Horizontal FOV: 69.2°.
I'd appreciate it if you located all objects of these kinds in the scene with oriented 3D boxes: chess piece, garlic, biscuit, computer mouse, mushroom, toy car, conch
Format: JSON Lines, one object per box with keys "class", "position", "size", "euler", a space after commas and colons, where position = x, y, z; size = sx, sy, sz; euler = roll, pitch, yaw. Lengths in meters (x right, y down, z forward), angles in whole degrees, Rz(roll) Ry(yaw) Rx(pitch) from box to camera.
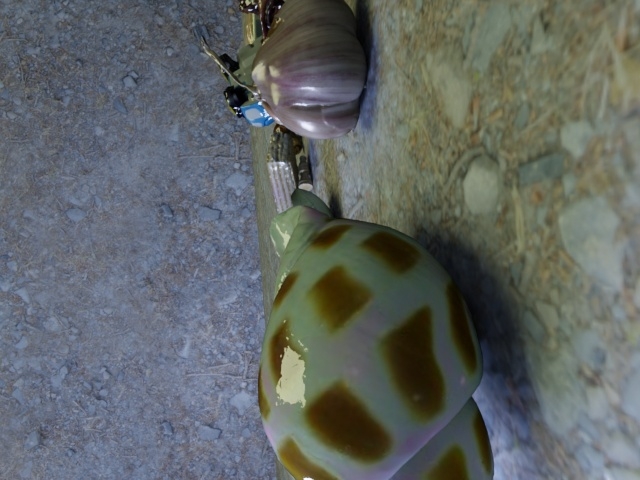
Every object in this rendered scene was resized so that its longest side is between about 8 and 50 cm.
{"class": "chess piece", "position": [-0.039, -0.167, 1.129], "size": [0.035, 0.035, 0.092], "euler": [109, 158, -62]}
{"class": "garlic", "position": [-0.041, -0.263, 0.721], "size": [0.207, 0.257, 0.207], "euler": [-45, -35, -46]}
{"class": "biscuit", "position": [-0.083, -0.147, 1.142], "size": [0.238, 0.062, 0.108], "euler": [83, -173, -54]}
{"class": "computer mouse", "position": [0.005, -0.003, 0.899], "size": [0.113, 0.068, 0.228], "euler": [60, -169, -76]}
{"class": "mushroom", "position": [-0.085, -0.277, 1.212], "size": [0.088, 0.073, 0.129], "euler": [-48, 42, 31]}
{"class": "toy car", "position": [-0.112, -0.363, 1.076], "size": [0.166, 0.198, 0.314], "euler": [50, -166, -45]}
{"class": "conch", "position": [0.046, 0.122, 0.440], "size": [0.249, 0.197, 0.367], "euler": [83, -176, -68]}

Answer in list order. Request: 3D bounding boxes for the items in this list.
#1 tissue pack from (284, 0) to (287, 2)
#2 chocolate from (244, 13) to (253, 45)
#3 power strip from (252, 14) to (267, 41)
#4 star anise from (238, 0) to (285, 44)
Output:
{"class": "tissue pack", "position": [-0.009, -0.423, 0.659], "size": [0.148, 0.060, 0.109], "euler": [-54, 12, -7]}
{"class": "chocolate", "position": [-0.160, -0.651, 1.285], "size": [0.134, 0.134, 0.309], "euler": [-142, 48, -74]}
{"class": "power strip", "position": [-0.126, -0.535, 1.219], "size": [0.043, 0.106, 0.367], "euler": [-111, 20, -58]}
{"class": "star anise", "position": [-0.053, -0.416, 0.795], "size": [0.220, 0.190, 0.126], "euler": [62, -157, -6]}
